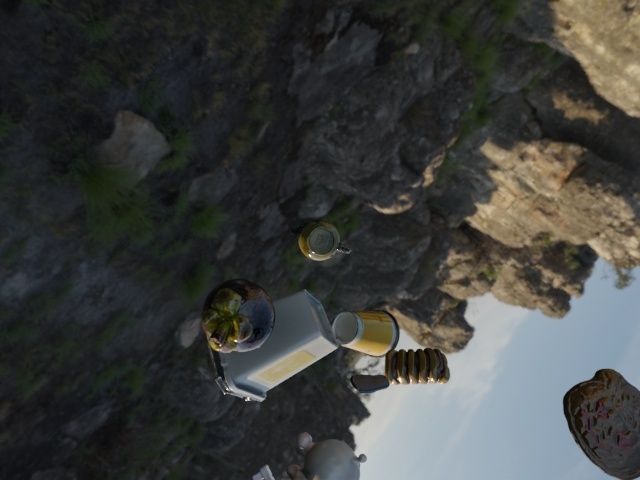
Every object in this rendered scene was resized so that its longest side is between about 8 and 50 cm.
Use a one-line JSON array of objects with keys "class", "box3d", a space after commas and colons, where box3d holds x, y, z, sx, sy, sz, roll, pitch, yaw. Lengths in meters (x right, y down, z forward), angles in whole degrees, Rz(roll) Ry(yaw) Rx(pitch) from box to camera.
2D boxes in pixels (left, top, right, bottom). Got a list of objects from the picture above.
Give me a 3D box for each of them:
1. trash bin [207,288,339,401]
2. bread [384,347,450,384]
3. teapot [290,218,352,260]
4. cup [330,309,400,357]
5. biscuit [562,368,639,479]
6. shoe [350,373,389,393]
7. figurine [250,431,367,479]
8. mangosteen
[{"class": "trash bin", "box3d": [-0.158, 0.309, 1.740, 0.368, 0.296, 0.256, -28, 147, 8]}, {"class": "bread", "box3d": [0.337, 0.439, 1.910, 0.081, 0.225, 0.134, 70, 17, -48]}, {"class": "teapot", "box3d": [0.000, 0.000, 2.307, 0.182, 0.269, 0.173, -164, -87, -76]}, {"class": "cup", "box3d": [0.175, 0.355, 2.115, 0.280, 0.196, 0.196, 19, 111, -48]}, {"class": "biscuit", "box3d": [0.821, 0.513, 1.518, 0.257, 0.273, 0.049, -28, 162, -14]}, {"class": "shoe", "box3d": [0.146, 0.446, 1.670, 0.159, 0.062, 0.053, 6, 139, -39]}, {"class": "figurine", "box3d": [-0.017, 0.542, 1.260, 0.257, 0.182, 0.144, -28, 143, -5]}, {"class": "mangosteen", "box3d": [-0.216, 0.201, 1.372, 0.192, 0.192, 0.217, -55, -178, 17]}]
